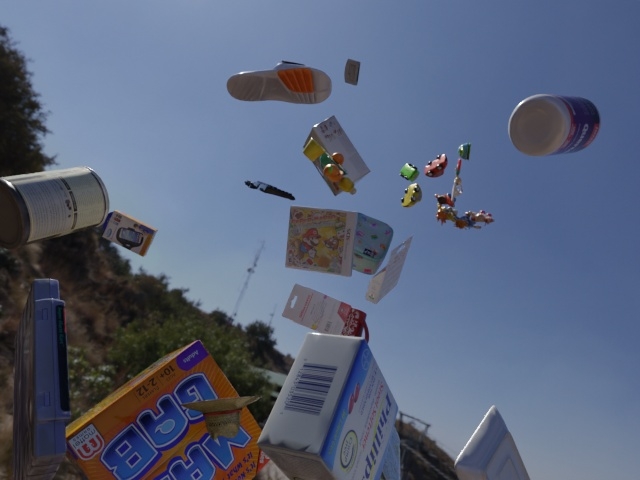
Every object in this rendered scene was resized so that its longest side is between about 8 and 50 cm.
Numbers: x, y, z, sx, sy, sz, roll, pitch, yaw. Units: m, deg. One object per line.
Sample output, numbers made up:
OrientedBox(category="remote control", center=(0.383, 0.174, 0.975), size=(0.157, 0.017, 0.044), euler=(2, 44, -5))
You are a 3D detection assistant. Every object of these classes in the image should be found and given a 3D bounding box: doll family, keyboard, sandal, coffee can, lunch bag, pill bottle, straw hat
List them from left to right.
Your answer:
OrientedBox(category="coffee can", center=(-0.811, -0.105, 1.392), size=(0.201, 0.201, 0.275), euler=(11, 20, 26))
OrientedBox(category="straw hat", center=(-0.162, 0.298, 0.781), size=(0.144, 0.061, 0.144), euler=(-5, -20, -2))
OrientedBox(category="keyboard", center=(-0.130, -0.127, 1.140), size=(0.108, 0.023, 0.180), euler=(14, 5, -19))
OrientedBox(category="sandal", center=(-0.103, -0.409, 1.184), size=(0.265, 0.076, 0.102), euler=(-1, -40, -9))
OrientedBox(category="lunch bag", center=(0.165, 0.004, 1.893), size=(0.224, 0.279, 0.108), euler=(26, -52, 6))
OrientedBox(category="doll family", center=(0.563, -0.095, 1.903), size=(0.263, 0.118, 0.163), euler=(30, 21, 25))
OrientedBox(category="pill bottle", center=(0.748, -0.360, 1.467), size=(0.323, 0.181, 0.181), euler=(-12, 3, -37))

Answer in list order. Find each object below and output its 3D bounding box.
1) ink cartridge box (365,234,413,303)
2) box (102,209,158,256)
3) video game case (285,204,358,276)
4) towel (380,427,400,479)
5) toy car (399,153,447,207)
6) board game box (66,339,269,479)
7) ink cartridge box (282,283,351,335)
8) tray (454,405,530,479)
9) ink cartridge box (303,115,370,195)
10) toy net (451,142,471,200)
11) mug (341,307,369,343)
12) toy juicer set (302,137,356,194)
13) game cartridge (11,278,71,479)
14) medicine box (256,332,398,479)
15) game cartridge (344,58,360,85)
OrientedBox(category="ink cartridge box", center=(0.245, 0.094, 1.672), size=(0.056, 0.181, 0.224), euler=(25, -58, 25))
OrientedBox(category="box", center=(-0.517, -0.023, 1.253), size=(0.136, 0.081, 0.028), euler=(26, 8, -7))
OrientedBox(category="video game case", center=(0.000, 0.000, 1.497), size=(0.227, 0.206, 0.026), euler=(7, 5, 21))
OrientedBox(category="towel", center=(0.136, 0.557, 1.379), size=(0.090, 0.320, 0.374), euler=(-23, 5, 13))
OrientedBox(category="toy car", center=(0.374, -0.240, 1.790), size=(0.053, 0.239, 0.225), euler=(34, 12, -24))
OrientedBox(category="board game box", center=(-0.409, 0.529, 1.214), size=(0.356, 0.356, 0.356), euler=(56, -37, -2))
OrientedBox(category="ink cartridge box", center=(-0.018, 0.218, 1.461), size=(0.198, 0.115, 0.067), euler=(25, -8, -14))
OrientedBox(category="tray", center=(0.296, 0.409, 0.715), size=(0.030, 0.145, 0.270), euler=(-17, -80, 49))
OrientedBox(category="ink cartridge box", center=(0.067, -0.391, 2.231), size=(0.309, 0.130, 0.272), euler=(57, -15, -1))
OrientedBox(category="toy net", center=(0.547, -0.260, 1.818), size=(0.045, 0.232, 0.122), euler=(7, 21, 10))
OrientedBox(category="mug", center=(0.135, 0.364, 1.859), size=(0.150, 0.169, 0.113), euler=(11, -22, 22))
OrientedBox(category="toy juicer set", center=(0.075, -0.269, 1.780), size=(0.209, 0.089, 0.329), euler=(49, 12, 19))
OrientedBox(category="game cartridge", center=(-0.532, 0.275, 0.884), size=(0.068, 0.355, 0.230), euler=(12, -49, -42))
OrientedBox(category="medicine box", center=(0.035, 0.390, 1.001), size=(0.149, 0.263, 0.289), euler=(-2, -47, 30))
OrientedBox(category="game cartridge", center=(0.111, -0.597, 1.658), size=(0.056, 0.017, 0.083), euler=(26, -50, 24))
